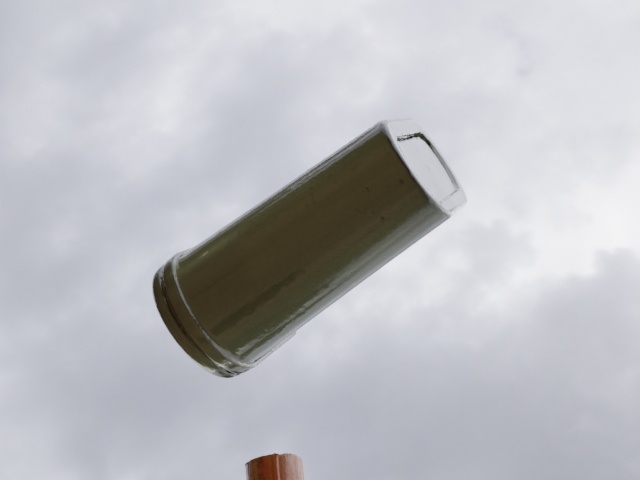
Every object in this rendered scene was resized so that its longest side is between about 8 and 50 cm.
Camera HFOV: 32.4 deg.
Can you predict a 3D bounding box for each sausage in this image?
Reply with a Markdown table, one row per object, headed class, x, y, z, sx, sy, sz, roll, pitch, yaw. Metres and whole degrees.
| class | x | y | z | sx | sy | sz | roll | pitch | yaw |
| --- | --- | --- | --- | --- | --- | --- | --- | --- | --- |
| sausage | -0.044 | 0.362 | 1.251 | 0.071 | 0.071 | 0.234 | -32 | -130 | 34 |

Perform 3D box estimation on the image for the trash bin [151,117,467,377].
| class | x | y | z | sx | sy | sz | roll | pitch | yaw |
| --- | --- | --- | --- | --- | --- | --- | --- | --- | --- |
| trash bin | 0.000 | 0.000 | 0.995 | 0.247 | 0.243 | 0.121 | -35 | -92 | 14 |
